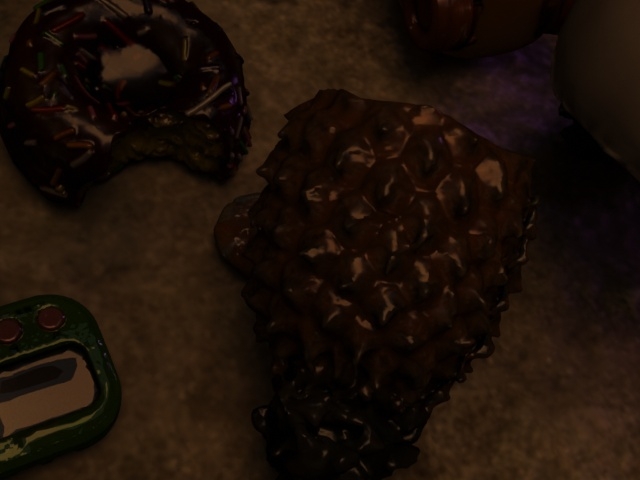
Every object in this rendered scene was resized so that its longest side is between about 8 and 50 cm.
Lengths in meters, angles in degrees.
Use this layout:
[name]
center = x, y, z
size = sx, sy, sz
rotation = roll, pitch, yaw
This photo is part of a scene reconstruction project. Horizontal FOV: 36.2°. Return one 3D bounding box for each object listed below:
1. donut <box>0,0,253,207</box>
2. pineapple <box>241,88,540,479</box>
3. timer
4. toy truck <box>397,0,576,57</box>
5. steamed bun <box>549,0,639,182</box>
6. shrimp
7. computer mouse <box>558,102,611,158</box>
[donut]
center = -0.170, -0.140, 0.867
size = 0.230, 0.096, 0.216
rotation = -2, 64, -15
[pineapple]
center = 0.031, 0.080, 0.737
size = 0.222, 0.223, 0.358
rotation = 14, 85, -7
[timer]
center = -0.230, 0.111, 0.748
size = 0.140, 0.047, 0.128
rotation = -18, 67, -22
[toy truck]
center = 0.163, -0.333, 0.969
size = 0.204, 0.288, 0.212
rotation = -12, 42, -19
[steamed bun]
center = 0.370, -0.158, 0.828
size = 0.309, 0.309, 0.310
rotation = 6, 61, -11
[shrimp]
center = 0.000, 0.000, 0.870
size = 0.190, 0.042, 0.101
rotation = 7, 54, -10
[computer mouse]
center = 0.305, -0.120, 1.008
size = 0.134, 0.047, 0.079
rotation = -2, 75, -9
